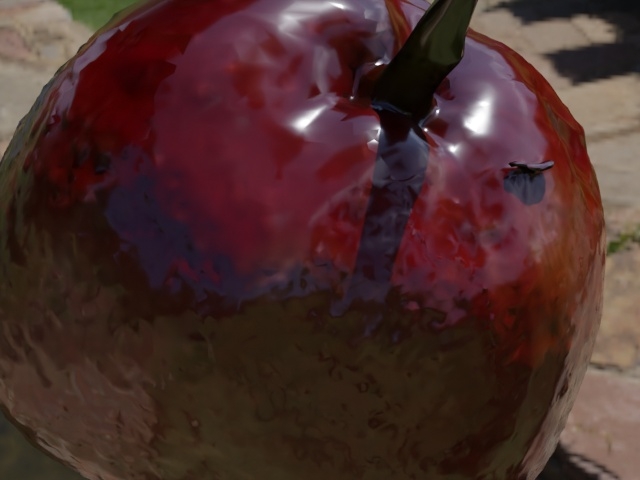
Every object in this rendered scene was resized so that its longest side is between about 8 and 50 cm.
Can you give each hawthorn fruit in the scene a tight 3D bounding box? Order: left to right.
[{"bbox_3d":[0.000,0.000,0.456,0.230,0.266,0.210,42,59,3],"label":"hawthorn fruit"}]
